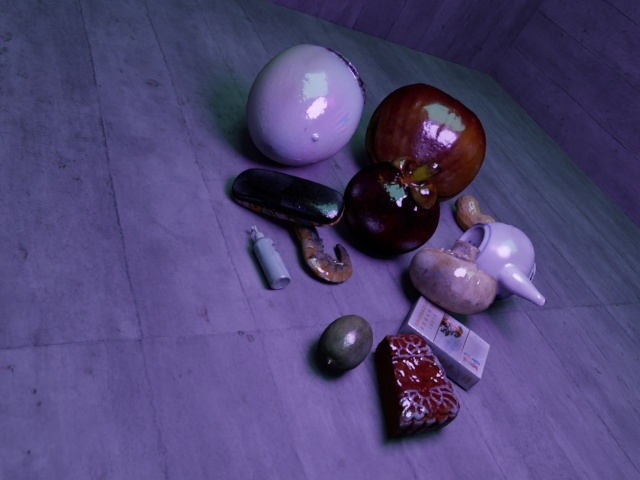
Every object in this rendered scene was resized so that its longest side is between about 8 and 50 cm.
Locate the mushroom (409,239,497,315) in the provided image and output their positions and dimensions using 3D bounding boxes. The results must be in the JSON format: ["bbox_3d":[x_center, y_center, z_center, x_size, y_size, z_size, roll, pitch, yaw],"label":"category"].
[{"bbox_3d":[0.368,0.094,1.433,0.254,0.194,0.189,29,9,27],"label":"mushroom"}]

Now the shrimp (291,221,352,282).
[{"bbox_3d":[0.000,0.000,1.449,0.169,0.058,0.295,12,43,-40],"label":"shrimp"}]

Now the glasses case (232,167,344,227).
[{"bbox_3d":[-0.091,-0.121,1.424,0.321,0.082,0.122,16,51,12],"label":"glasses case"}]

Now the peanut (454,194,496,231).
[{"bbox_3d":[0.574,-0.062,1.876,0.101,0.117,0.263,38,21,-49],"label":"peanut"}]

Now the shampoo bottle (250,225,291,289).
[{"bbox_3d":[-0.137,0.034,1.304,0.056,0.056,0.195,-3,50,-37],"label":"shampoo bottle"}]

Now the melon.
[{"bbox_3d":[0.057,0.235,1.172,0.114,0.114,0.167,40,39,10],"label":"melon"}]

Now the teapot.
[{"bbox_3d":[0.560,0.083,1.594,0.280,0.252,0.424,34,13,-15],"label":"teapot"}]

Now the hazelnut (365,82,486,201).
[{"bbox_3d":[0.370,-0.349,1.858,0.430,0.402,0.402,31,37,-10],"label":"hazelnut"}]

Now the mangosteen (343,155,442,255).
[{"bbox_3d":[0.219,-0.098,1.516,0.298,0.293,0.296,0,90,-27],"label":"mangosteen"}]

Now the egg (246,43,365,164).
[{"bbox_3d":[-0.077,-0.383,1.597,0.355,0.354,0.339,33,57,0],"label":"egg"}]

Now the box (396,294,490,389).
[{"bbox_3d":[0.331,0.270,1.367,0.233,0.067,0.149,37,38,5],"label":"box"}]

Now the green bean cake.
[{"bbox_3d":[0.205,0.328,1.187,0.199,0.097,0.232,6,45,-31],"label":"green bean cake"}]
